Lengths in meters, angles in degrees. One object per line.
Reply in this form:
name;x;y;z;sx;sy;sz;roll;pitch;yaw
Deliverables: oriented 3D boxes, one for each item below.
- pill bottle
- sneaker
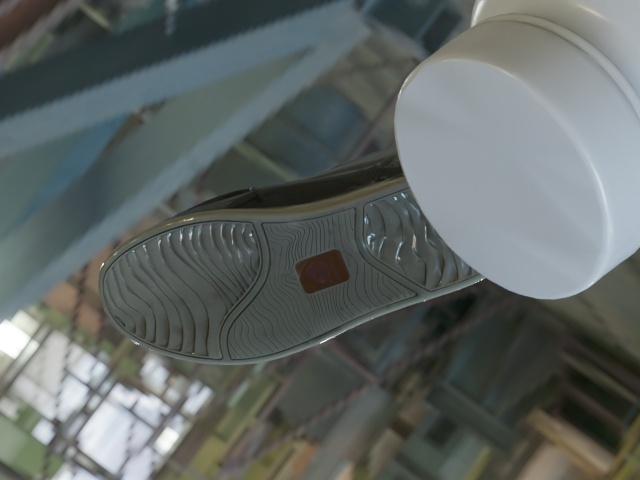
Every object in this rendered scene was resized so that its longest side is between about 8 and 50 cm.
pill bottle;0.146;-0.083;0.700;0.136;0.245;0.136;33;143;30
sneaker;0.000;0.000;0.937;0.118;0.222;0.083;-61;-42;-70
